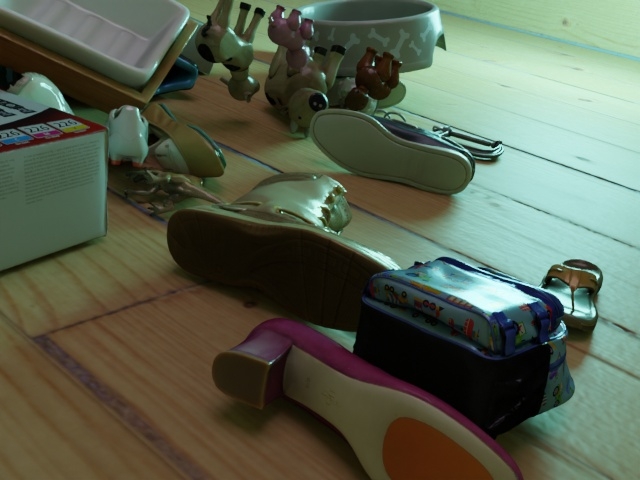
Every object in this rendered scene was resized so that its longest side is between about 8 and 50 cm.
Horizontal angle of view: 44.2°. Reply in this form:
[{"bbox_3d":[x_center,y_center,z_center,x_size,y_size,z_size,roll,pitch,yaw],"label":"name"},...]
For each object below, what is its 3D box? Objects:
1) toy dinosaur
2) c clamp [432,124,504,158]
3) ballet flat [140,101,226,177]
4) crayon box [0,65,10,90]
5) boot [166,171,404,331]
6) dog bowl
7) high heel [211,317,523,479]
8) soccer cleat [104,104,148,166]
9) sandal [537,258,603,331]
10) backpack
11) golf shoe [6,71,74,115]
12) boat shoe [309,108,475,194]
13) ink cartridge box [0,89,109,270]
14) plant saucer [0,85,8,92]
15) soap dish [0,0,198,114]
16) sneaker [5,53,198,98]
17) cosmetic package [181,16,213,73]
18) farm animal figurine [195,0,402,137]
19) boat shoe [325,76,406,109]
[{"bbox_3d":[-0.176,-0.066,0.969,0.183,0.053,0.093,22,26,28],"label":"toy dinosaur"},{"bbox_3d":[0.262,-0.181,1.413,0.161,0.022,0.137,24,28,33],"label":"c clamp"},{"bbox_3d":[-0.207,-0.129,1.102,0.073,0.080,0.232,-32,36,-16],"label":"ballet flat"},{"bbox_3d":[-0.604,-0.296,1.202,0.081,0.165,0.278,24,28,31],"label":"crayon box"},{"bbox_3d":[0.000,0.000,0.835,0.262,0.095,0.203,15,23,24],"label":"boot"},{"bbox_3d":[0.090,-0.429,1.630,0.349,0.102,0.348,-3,25,1],"label":"dog bowl"},{"bbox_3d":[0.043,0.124,0.604,0.244,0.082,0.117,14,14,23],"label":"high heel"},{"bbox_3d":[-0.255,-0.138,1.030,0.068,0.076,0.196,5,6,-21],"label":"soccer cleat"},{"bbox_3d":[0.280,0.047,0.870,0.072,0.049,0.180,18,25,21],"label":"sandal"},{"bbox_3d":[0.132,0.081,0.656,0.173,0.116,0.158,-8,22,-41],"label":"backpack"},{"bbox_3d":[-0.313,-0.136,0.966,0.086,0.176,0.069,31,74,21],"label":"golf shoe"},{"bbox_3d":[0.110,-0.143,1.187,0.255,0.095,0.079,15,26,12],"label":"boat shoe"},{"bbox_3d":[-0.420,-0.061,0.781,0.272,0.130,0.309,20,27,27],"label":"ink cartridge box"},{"bbox_3d":[-0.505,-0.169,1.099,0.259,0.047,0.259,26,28,34],"label":"plant saucer"},{"bbox_3d":[-0.365,-0.322,1.219,0.291,0.118,0.228,25,47,-8],"label":"soap dish"},{"bbox_3d":[-0.364,-0.302,1.352,0.140,0.125,0.341,30,33,32],"label":"sneaker"},{"bbox_3d":[-0.334,-0.428,1.606,0.238,0.107,0.127,14,15,-37],"label":"cosmetic package"},{"bbox_3d":[-0.047,-0.272,1.340,0.331,0.172,0.327,20,5,-5],"label":"farm animal figurine"},{"bbox_3d":[0.068,-0.303,1.562,0.206,0.075,0.065,-4,29,-16],"label":"boat shoe"}]
